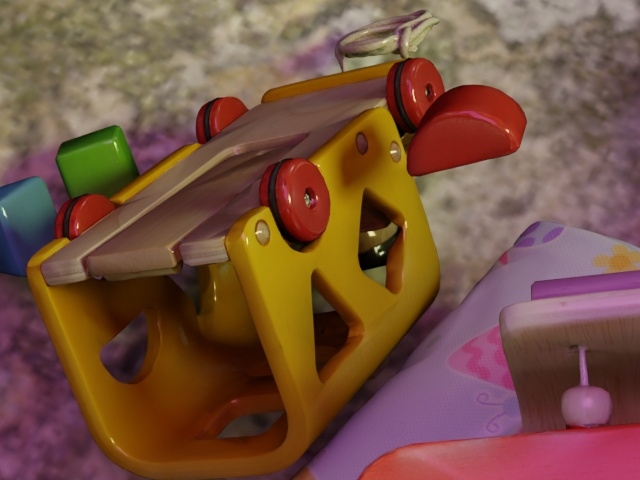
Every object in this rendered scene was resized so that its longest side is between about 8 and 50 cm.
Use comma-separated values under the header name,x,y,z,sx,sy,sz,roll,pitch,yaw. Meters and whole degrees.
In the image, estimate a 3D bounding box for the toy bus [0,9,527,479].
name,x,y,z,sx,sy,sz,roll,pitch,yaw
toy bus,-0.010,0.005,0.634,0.202,0.191,0.104,-22,107,-11

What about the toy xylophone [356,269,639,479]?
name,x,y,z,sx,sy,sz,roll,pitch,yaw
toy xylophone,0.147,0.157,0.466,0.236,0.081,0.323,-14,78,8

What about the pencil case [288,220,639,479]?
name,x,y,z,sx,sy,sz,roll,pitch,yaw
pencil case,0.035,0.119,0.581,0.124,0.113,0.273,42,72,8
